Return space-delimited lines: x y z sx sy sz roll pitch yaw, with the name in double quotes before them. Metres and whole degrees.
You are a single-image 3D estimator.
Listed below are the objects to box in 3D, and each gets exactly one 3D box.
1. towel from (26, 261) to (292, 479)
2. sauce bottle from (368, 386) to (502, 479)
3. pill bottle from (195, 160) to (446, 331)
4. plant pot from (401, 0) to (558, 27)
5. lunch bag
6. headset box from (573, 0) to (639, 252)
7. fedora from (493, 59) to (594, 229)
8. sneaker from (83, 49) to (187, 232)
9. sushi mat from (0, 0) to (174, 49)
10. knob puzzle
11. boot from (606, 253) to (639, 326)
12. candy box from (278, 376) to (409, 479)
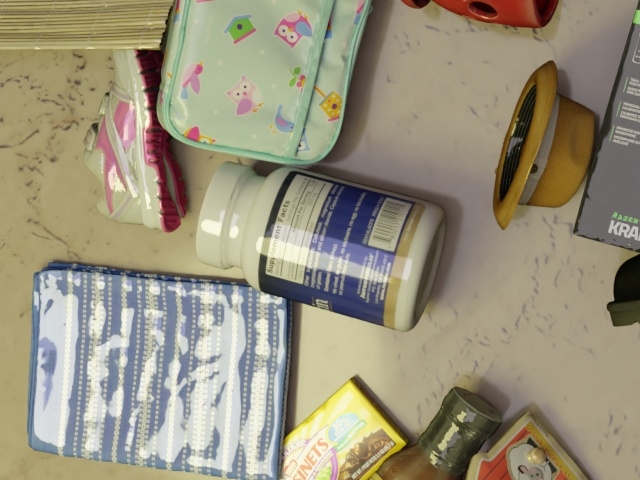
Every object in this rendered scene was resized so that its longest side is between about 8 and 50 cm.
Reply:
"towel" -0.203 0.160 1.721 0.336 0.040 0.243 5 93 15
"sauce bottle" 0.088 0.326 1.643 0.111 0.111 0.344 34 99 9
"pill bottle" 0.000 0.000 1.617 0.265 0.153 0.153 16 97 12
"plant pot" 0.174 -0.334 1.540 0.174 0.191 0.191 9 96 22
"lunch bag" -0.059 -0.232 1.610 0.224 0.108 0.279 11 99 -12
"headset box" 0.430 -0.112 1.520 0.246 0.131 0.283 17 97 11
"fedora" 0.249 -0.098 1.546 0.079 0.194 0.194 14 97 -4
"sneaker" -0.236 -0.131 1.688 0.111 0.103 0.252 -5 88 17
"sushi mat" -0.323 -0.283 1.694 0.317 0.019 0.151 1 54 13
"knob puzzle" 0.237 0.312 1.569 0.213 0.213 0.030 60 147 3
"boot" 0.407 -0.078 1.388 0.348 0.131 0.260 -27 75 29
"candy box" -0.002 0.271 1.701 0.206 0.027 0.105 -44 80 12
